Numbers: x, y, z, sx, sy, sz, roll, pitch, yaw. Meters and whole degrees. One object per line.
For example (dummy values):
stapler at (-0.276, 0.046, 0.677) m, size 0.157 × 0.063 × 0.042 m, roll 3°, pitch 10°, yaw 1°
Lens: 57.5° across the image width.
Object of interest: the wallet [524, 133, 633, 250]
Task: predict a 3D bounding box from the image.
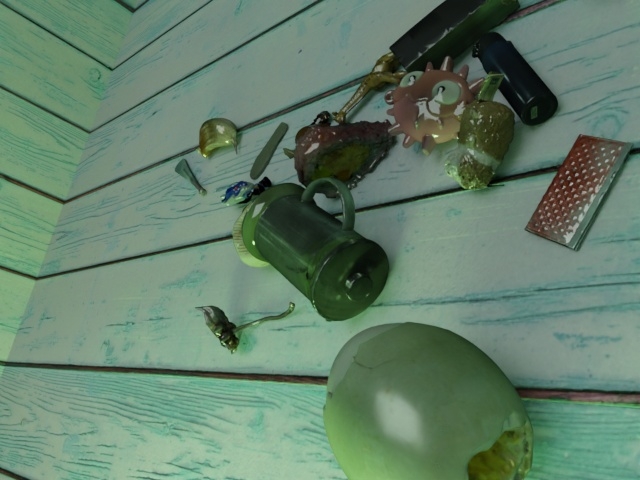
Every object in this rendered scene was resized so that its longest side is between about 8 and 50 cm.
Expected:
wallet at (0.433, -0.086, 0.984) m, size 0.103 × 0.020 × 0.196 m, roll 29°, pitch 91°, yaw 50°

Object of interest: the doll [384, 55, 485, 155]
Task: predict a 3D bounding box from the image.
doll at (0.248, -0.279, 1.229) m, size 0.262 × 0.093 × 0.211 m, roll 32°, pitch 94°, yaw 34°

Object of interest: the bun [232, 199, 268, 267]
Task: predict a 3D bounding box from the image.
bun at (-0.136, -0.018, 1.488) m, size 0.184 × 0.102 × 0.183 m, roll -13°, pitch 66°, yaw 32°

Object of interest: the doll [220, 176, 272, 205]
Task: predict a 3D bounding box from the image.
doll at (-0.223, -0.138, 1.682) m, size 0.195 × 0.070 × 0.096 m, roll -9°, pitch 32°, yaw 41°

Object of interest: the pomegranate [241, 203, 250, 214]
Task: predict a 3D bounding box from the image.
pomegranate at (-0.183, -0.061, 1.587) m, size 0.084 × 0.073 × 0.073 m, roll -55°, pitch 40°, yaw 7°

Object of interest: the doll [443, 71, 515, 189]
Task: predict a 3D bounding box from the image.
doll at (0.306, -0.204, 1.104) m, size 0.105 × 0.115 × 0.221 m, roll -75°, pitch -5°, yaw -81°

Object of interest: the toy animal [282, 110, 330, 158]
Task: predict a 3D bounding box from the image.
toy animal at (-0.003, -0.272, 1.516) m, size 0.188 × 0.089 × 0.179 m, roll 13°, pitch 63°, yaw 55°

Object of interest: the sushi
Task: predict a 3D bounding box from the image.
sushi at (0.041, -0.215, 1.365) m, size 0.241 × 0.161 × 0.107 m, roll -42°, pitch 42°, yaw 24°

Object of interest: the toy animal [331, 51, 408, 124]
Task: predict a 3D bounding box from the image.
toy animal at (0.137, -0.387, 1.448) m, size 0.276 × 0.054 × 0.149 m, roll -21°, pitch 57°, yaw 35°

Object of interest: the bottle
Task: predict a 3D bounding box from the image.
bottle at (0.377, -0.324, 1.142) m, size 0.082 × 0.072 × 0.244 m, roll -15°, pitch 49°, yaw -3°

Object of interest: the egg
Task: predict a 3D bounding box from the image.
egg at (0.141, 0.262, 0.887) m, size 0.336 × 0.278 × 0.278 m, roll 35°, pitch 95°, yaw 45°

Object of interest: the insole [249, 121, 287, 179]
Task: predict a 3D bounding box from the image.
insole at (-0.154, -0.264, 1.720) m, size 0.191 × 0.010 × 0.063 m, roll -57°, pitch 41°, yaw 5°

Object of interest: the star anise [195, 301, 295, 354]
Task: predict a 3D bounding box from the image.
star anise at (-0.174, 0.179, 1.429) m, size 0.228 × 0.148 × 0.218 m, roll -29°, pitch 8°, yaw -2°

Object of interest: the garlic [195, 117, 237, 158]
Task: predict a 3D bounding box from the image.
garlic at (-0.323, -0.336, 1.901) m, size 0.198 × 0.091 × 0.128 m, roll 4°, pitch 87°, yaw 41°

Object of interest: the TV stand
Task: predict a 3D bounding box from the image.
TV stand at (0.290, -0.466, 1.276) m, size 0.270 × 0.083 × 0.088 m, roll -37°, pitch 53°, yaw 16°

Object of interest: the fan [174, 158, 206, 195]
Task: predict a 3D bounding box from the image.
fan at (-0.441, -0.218, 1.993) m, size 0.057 × 0.023 × 0.282 m, roll -50°, pitch 40°, yaw 0°

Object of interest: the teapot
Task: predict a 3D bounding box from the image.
teapot at (0.000, 0.000, 1.249) m, size 0.337 × 0.201 × 0.270 m, roll 38°, pitch 115°, yaw 48°
